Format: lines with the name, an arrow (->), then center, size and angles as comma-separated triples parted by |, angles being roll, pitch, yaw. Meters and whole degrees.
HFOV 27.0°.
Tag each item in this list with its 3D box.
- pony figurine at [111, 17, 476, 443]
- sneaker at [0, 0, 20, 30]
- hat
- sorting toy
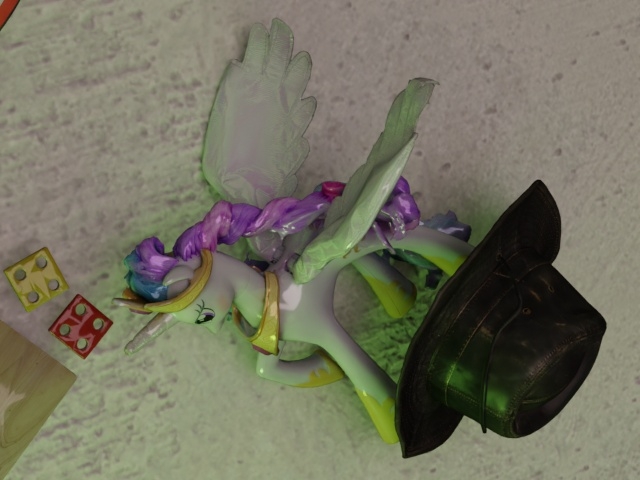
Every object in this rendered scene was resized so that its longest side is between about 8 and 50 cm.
pony figurine -> 0.000, 0.000, 1.311 | 0.363, 0.302, 0.351 | 28, 89, -39
sneaker -> -0.368, -0.212, 1.198 | 0.145, 0.090, 0.270 | 35, 81, -25
hat -> 0.210, 0.104, 1.365 | 0.331, 0.134, 0.331 | -45, 150, -36
sorting toy -> -0.320, 0.136, 1.262 | 0.132, 0.046, 0.274 | 40, 76, -21
